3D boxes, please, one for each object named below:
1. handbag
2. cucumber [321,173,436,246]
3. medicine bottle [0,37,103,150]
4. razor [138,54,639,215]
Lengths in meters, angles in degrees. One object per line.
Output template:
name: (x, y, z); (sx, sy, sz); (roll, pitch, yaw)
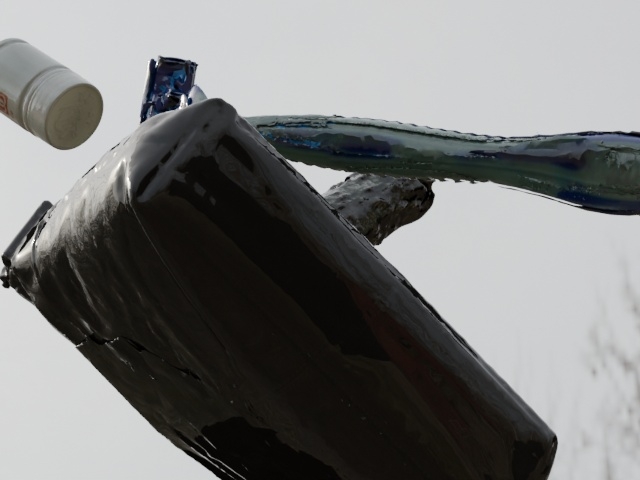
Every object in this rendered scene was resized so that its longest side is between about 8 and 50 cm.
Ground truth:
handbag: (-0.034, 0.062, 0.893); (0.247, 0.080, 0.223); (45, -30, -8)
cucumber: (0.000, 0.000, 1.163); (0.053, 0.181, 0.053); (27, -46, 32)
medicine bottle: (-0.209, -0.109, 1.398); (0.089, 0.057, 0.057); (32, -14, 35)
razor: (0.031, -0.045, 0.972); (0.324, 0.093, 0.056); (6, -4, 30)
